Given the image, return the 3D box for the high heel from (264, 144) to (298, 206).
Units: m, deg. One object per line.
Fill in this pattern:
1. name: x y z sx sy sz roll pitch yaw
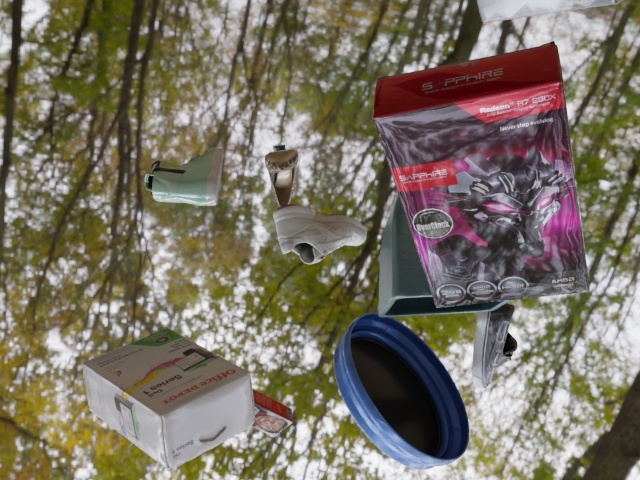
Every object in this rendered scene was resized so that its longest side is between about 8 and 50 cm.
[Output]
1. high heel: -0.101 -0.159 2.048 0.093 0.186 0.261 -5 -165 -2

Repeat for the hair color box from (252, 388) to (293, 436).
1. hair color box: -0.140 0.405 1.748 0.141 0.072 0.043 33 -153 -29

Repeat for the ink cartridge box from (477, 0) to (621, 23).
1. ink cartridge box: 0.499 -0.547 1.438 0.272 0.130 0.309 -36 -154 -27

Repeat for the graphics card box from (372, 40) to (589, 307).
1. graphics card box: 0.230 -0.068 1.015 0.233 0.371 0.094 -8 -137 18

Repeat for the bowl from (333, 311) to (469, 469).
1. bowl: 0.186 0.350 1.723 0.391 0.077 0.391 35 -151 -23

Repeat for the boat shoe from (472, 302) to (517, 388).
1. boat shoe: 0.434 0.263 1.832 0.102 0.301 0.108 8 -141 17

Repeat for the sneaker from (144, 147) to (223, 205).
1. sneaker: -0.279 -0.141 1.524 0.151 0.094 0.256 4 -162 -5

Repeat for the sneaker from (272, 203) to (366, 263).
1. sneaker: 0.000 0.000 1.963 0.305 0.114 0.152 10 -114 -39

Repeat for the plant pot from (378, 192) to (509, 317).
1. plant pot: 0.240 0.007 1.478 0.248 0.252 0.247 -3 165 -2

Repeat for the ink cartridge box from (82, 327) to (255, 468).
1. ink cartridge box: -0.288 0.289 1.406 0.201 0.117 0.278 -20 -153 -41
